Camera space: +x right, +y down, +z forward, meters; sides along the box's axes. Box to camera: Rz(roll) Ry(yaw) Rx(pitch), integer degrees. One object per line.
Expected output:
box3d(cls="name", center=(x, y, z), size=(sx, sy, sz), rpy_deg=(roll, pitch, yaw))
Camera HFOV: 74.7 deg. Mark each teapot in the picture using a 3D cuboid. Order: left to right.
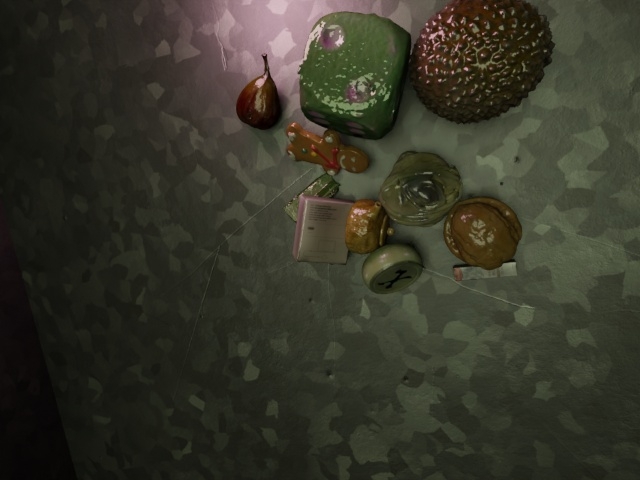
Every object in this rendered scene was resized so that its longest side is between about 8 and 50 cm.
box3d(cls="teapot", center=(0.191, -0.038, 1.547), size=(0.166, 0.204, 0.311), rpy_deg=(12, 147, 15))

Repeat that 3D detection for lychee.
box3d(cls="lychee", center=(0.471, -0.552, 1.274), size=(0.432, 0.380, 0.381), rpy_deg=(28, 113, 52))

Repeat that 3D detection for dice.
box3d(cls="dice", center=(0.119, -0.533, 1.402), size=(0.318, 0.322, 0.331), rpy_deg=(14, 94, 10))

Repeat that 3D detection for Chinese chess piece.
box3d(cls="Chinese chess piece", center=(0.268, 0.106, 1.558), size=(0.237, 0.237, 0.092), rpy_deg=(-34, 49, 20))

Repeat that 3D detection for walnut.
box3d(cls="walnut", center=(0.552, -0.031, 1.439), size=(0.256, 0.224, 0.257), rpy_deg=(3, 103, 14))

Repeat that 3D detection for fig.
box3d(cls="fig", center=(-0.227, -0.571, 1.607), size=(0.170, 0.145, 0.274), rpy_deg=(24, 122, 11))

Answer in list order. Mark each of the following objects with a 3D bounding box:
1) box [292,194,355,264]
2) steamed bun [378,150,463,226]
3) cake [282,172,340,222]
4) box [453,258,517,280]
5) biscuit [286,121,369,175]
box3d(cls="box", center=(0.012, -0.040, 1.625), size=(0.203, 0.106, 0.252), rpy_deg=(4, 106, -17))
box3d(cls="steamed bun", center=(0.349, -0.171, 1.485), size=(0.268, 0.207, 0.280), rpy_deg=(36, 111, 8))
box3d(cls="cake", center=(-0.033, -0.167, 1.698), size=(0.235, 0.099, 0.100), rpy_deg=(-41, 87, -1))
box3d(cls="box", center=(0.606, 0.110, 1.549), size=(0.217, 0.039, 0.055), rpy_deg=(-9, 100, 19))
box3d(cls="biscuit", center=(0.018, -0.327, 1.572), size=(0.339, 0.047, 0.216), rpy_deg=(22, 151, 12))
